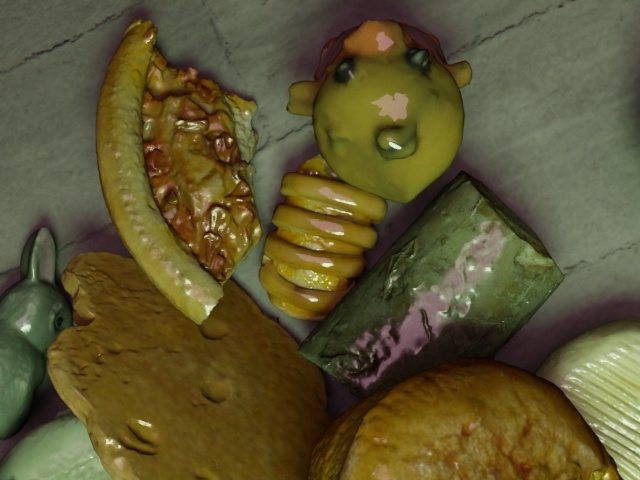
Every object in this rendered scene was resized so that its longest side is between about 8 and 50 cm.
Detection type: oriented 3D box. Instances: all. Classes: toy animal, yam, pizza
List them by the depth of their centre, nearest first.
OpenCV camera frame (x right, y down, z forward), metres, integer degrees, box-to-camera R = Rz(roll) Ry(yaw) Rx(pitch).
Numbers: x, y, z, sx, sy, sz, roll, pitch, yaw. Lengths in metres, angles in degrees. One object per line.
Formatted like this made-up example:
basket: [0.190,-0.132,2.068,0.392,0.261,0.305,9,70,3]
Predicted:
toy animal: [0.061,-0.132,0.855,0.195,0.281,0.169,-10,103,4]
yam: [0.117,0.066,0.874,0.161,0.161,0.268,44,91,8]
pizza: [-0.146,-0.085,0.930,0.182,0.074,0.365,-3,67,-17]
toy animal: [-0.326,0.108,0.943,0.108,0.138,0.236,38,73,-22]

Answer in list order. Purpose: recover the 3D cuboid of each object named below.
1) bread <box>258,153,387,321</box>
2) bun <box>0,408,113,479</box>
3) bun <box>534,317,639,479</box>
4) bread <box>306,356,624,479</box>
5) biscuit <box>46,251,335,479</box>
bread: [0.000,0.000,0.934,0.119,0.084,0.177,16,90,8]
bun: [-0.202,0.316,0.873,0.293,0.187,0.293,5,67,-12]
bun: [0.307,0.183,0.865,0.222,0.127,0.222,1,75,-2]
bread: [0.119,0.251,0.716,0.312,0.172,0.312,4,80,-25]
biscuit: [-0.120,0.151,0.856,0.376,0.269,0.051,44,125,11]
